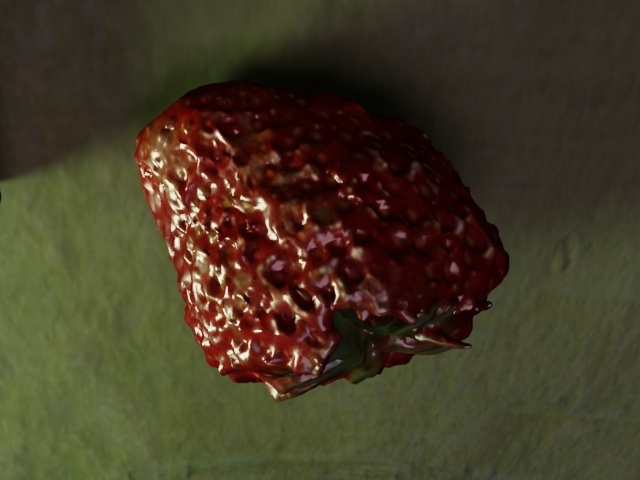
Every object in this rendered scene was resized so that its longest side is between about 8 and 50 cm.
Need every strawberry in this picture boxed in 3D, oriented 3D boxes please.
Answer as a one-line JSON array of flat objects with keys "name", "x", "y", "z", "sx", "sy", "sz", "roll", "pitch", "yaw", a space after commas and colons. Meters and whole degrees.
[{"name": "strawberry", "x": -0.001, "y": -0.001, "z": 0.764, "sx": 0.261, "sy": 0.257, "sz": 0.261, "roll": -20, "pitch": 161, "yaw": -7}]
